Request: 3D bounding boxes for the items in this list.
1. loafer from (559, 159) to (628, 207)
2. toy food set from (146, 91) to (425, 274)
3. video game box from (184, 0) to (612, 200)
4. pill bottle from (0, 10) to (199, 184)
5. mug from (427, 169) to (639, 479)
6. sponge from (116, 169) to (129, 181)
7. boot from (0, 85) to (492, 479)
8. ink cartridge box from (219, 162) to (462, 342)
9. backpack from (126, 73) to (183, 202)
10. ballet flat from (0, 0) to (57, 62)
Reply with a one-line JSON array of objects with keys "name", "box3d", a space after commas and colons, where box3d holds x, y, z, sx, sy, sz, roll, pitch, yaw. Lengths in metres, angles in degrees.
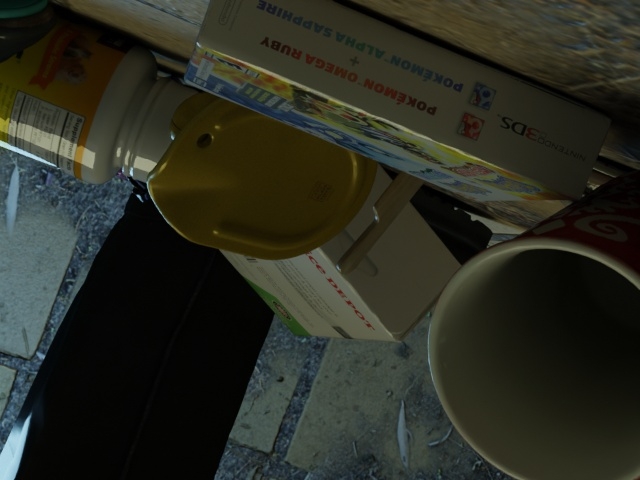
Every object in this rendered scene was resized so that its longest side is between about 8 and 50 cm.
[{"name": "loafer", "box3d": [0.168, -0.015, 0.819, 0.125, 0.039, 0.045, 22, 180, 12]}, {"name": "toy food set", "box3d": [-0.034, -0.056, 1.079, 0.218, 0.128, 0.071, 17, -157, -42]}, {"name": "video game box", "box3d": [0.026, -0.072, 0.752, 0.187, 0.048, 0.205, 19, 179, -6]}, {"name": "pill bottle", "box3d": [-0.210, -0.119, 1.186, 0.215, 0.117, 0.117, 22, 179, 2]}, {"name": "mug", "box3d": [0.149, 0.027, 0.679, 0.150, 0.113, 0.169, -14, -172, 31]}, {"name": "sponge", "box3d": [-0.200, -0.116, 1.502, 0.210, 0.117, 0.031, 23, 135, -31]}, {"name": "boot", "box3d": [-0.075, 0.119, 1.471, 0.367, 0.445, 0.146, 22, 179, -14]}, {"name": "ink cartridge box", "box3d": [0.000, 0.000, 1.285, 0.160, 0.092, 0.219, 50, 160, -16]}, {"name": "backpack", "box3d": [-0.150, -0.103, 1.325, 0.114, 0.084, 0.105, 62, 176, 1]}, {"name": "ballet flat", "box3d": [-0.292, -0.162, 1.083, 0.280, 0.096, 0.095, 25, -146, 33]}]
